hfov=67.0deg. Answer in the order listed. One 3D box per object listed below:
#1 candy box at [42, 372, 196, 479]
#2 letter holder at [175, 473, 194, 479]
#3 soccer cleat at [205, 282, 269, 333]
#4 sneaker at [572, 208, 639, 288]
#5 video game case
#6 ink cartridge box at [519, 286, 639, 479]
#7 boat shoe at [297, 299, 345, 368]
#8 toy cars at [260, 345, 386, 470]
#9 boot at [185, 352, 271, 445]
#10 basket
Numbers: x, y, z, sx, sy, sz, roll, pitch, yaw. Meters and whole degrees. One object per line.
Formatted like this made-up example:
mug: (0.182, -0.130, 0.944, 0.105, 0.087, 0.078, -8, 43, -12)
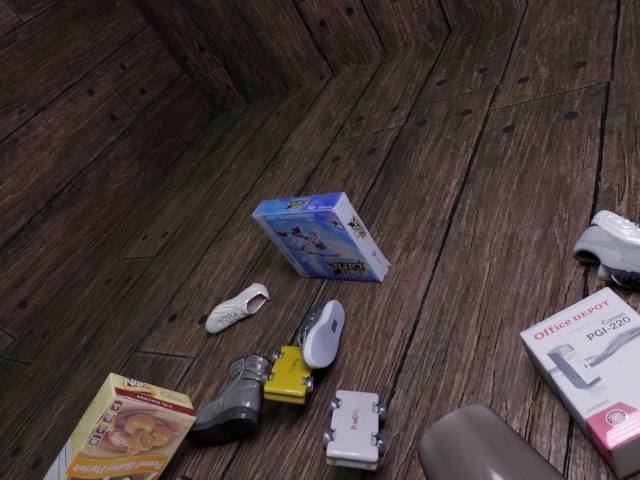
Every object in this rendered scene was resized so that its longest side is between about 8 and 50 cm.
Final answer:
candy box: (-0.415, 0.441, 0.972, 0.316, 0.183, 0.088, -58, 33, 1)
letter holder: (-0.154, 0.492, 0.583, 0.214, 0.152, 0.302, -47, 33, -10)
soccer cleat: (-0.227, 0.189, 1.317, 0.196, 0.068, 0.076, -37, 35, -8)
sneaker: (0.532, 0.048, 0.783, 0.108, 0.100, 0.271, -48, 28, 7)
video game case: (0.000, 0.000, 1.181, 0.270, 0.244, 0.061, -1, 47, 42)
ink cartridge box: (0.418, 0.192, 0.691, 0.159, 0.092, 0.217, -31, 31, 7)
boat shoe: (-0.009, 0.203, 1.044, 0.076, 0.080, 0.228, -23, 17, 22)
toy cars: (0.000, 0.316, 0.912, 0.177, 0.087, 0.394, -6, 16, -33)
boot: (-0.204, 0.344, 1.052, 0.247, 0.083, 0.161, -28, 34, 31)
basket: (0.229, 0.336, 0.601, 0.205, 0.154, 0.227, -30, 37, -3)
